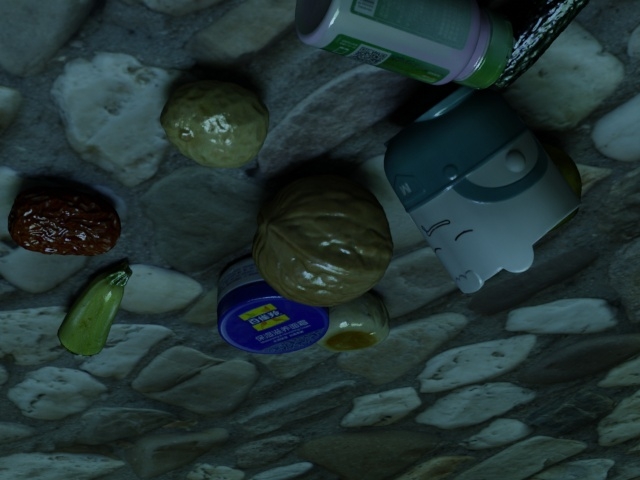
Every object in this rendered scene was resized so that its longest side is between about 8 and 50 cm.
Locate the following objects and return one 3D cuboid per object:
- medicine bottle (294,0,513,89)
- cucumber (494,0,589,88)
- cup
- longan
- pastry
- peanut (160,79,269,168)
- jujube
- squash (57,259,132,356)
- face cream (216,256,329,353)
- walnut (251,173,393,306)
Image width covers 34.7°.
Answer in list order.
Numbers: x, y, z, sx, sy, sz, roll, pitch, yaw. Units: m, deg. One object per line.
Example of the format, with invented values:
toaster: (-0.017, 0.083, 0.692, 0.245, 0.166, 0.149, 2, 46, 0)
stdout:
medicine bottle: (0.114, -0.281, 1.331, 0.274, 0.133, 0.133, 13, 140, -25)
cucumber: (0.305, -0.310, 1.379, 0.074, 0.074, 0.241, 16, 135, -30)
cup: (0.216, -0.074, 1.529, 0.219, 0.257, 0.290, -35, -179, -25)
longan: (0.337, -0.089, 1.658, 0.154, 0.176, 0.145, -56, 168, 22)
pastry: (0.056, 0.159, 1.991, 0.156, 0.092, 0.156, -3, 143, -2)
peanut: (-0.150, -0.166, 1.467, 0.159, 0.109, 0.140, 4, 130, -23)
jujube: (-0.404, -0.030, 1.628, 0.176, 0.109, 0.112, 7, 180, -33)
squash: (-0.396, 0.112, 1.860, 0.094, 0.094, 0.224, 14, 132, -28)
face cream: (-0.088, 0.114, 1.880, 0.206, 0.111, 0.206, -5, 144, -3)
walnut: (0.000, 0.000, 1.654, 0.228, 0.228, 0.228, -5, 145, -3)
